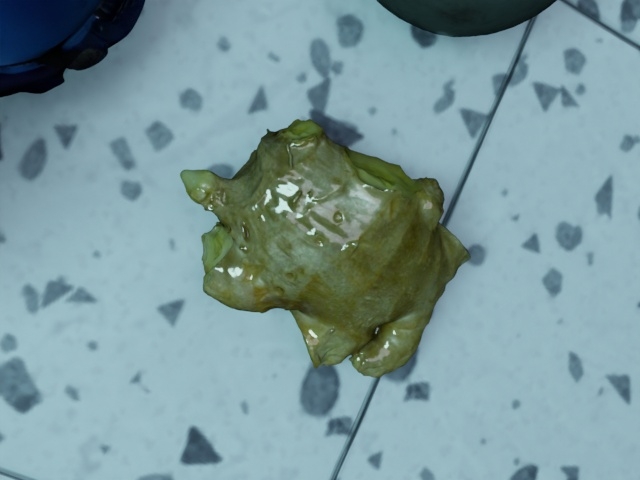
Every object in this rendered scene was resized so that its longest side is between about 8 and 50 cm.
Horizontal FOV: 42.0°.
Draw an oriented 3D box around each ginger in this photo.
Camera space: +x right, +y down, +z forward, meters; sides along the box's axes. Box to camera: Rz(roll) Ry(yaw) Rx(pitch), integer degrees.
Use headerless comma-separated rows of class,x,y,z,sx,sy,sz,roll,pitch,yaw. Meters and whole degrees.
ginger,0.000,0.000,0.576,0.216,0.102,0.157,28,111,-19

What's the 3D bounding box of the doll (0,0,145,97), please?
doll,-0.209,-0.233,0.450,0.284,0.240,0.310,14,70,-51

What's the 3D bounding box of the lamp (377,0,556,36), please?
lamp,0.092,-0.295,0.561,0.181,0.182,0.314,-4,83,-15
